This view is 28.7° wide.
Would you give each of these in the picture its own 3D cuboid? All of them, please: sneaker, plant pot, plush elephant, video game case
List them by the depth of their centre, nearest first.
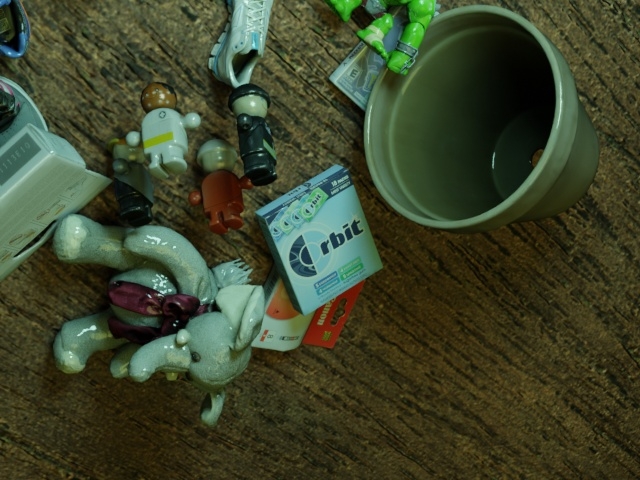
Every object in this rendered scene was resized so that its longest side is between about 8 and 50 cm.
[{"bbox_3d":[-0.414,-0.316,1.538,0.083,0.087,0.221,-33,129,-6],"label":"sneaker"},{"bbox_3d":[-0.433,-0.170,1.559,0.124,0.178,0.295,-43,130,3],"label":"sneaker"},{"bbox_3d":[-0.095,-0.295,1.719,0.071,0.083,0.191,3,116,-27],"label":"sneaker"},{"bbox_3d":[-0.210,0.129,1.800,0.330,0.255,0.272,-3,125,-28],"label":"plush elephant"},{"bbox_3d":[0.271,-0.148,1.853,0.280,0.323,0.323,19,110,-52],"label":"plant pot"},{"bbox_3d":[0.137,-0.256,1.898,0.183,0.023,0.201,-48,128,6],"label":"video game case"}]

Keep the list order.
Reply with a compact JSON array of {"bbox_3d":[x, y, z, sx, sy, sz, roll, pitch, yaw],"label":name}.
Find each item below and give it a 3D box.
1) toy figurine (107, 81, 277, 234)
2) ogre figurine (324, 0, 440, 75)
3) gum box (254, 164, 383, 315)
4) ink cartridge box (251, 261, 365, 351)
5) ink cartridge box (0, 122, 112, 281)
[{"bbox_3d":[-0.176,-0.120,1.714,0.209,0.148,0.213,3,150,-24],"label":"toy figurine"},{"bbox_3d":[0.083,-0.342,1.773,0.197,0.097,0.118,44,89,4],"label":"ogre figurine"},{"bbox_3d":[0.000,0.000,1.941,0.157,0.041,0.184,-31,120,-18],"label":"gum box"},{"bbox_3d":[-0.020,0.117,2.034,0.179,0.045,0.145,13,113,-30],"label":"ink cartridge box"},{"bbox_3d":[-0.430,-0.029,1.679,0.275,0.060,0.239,-41,171,3],"label":"ink cartridge box"}]
